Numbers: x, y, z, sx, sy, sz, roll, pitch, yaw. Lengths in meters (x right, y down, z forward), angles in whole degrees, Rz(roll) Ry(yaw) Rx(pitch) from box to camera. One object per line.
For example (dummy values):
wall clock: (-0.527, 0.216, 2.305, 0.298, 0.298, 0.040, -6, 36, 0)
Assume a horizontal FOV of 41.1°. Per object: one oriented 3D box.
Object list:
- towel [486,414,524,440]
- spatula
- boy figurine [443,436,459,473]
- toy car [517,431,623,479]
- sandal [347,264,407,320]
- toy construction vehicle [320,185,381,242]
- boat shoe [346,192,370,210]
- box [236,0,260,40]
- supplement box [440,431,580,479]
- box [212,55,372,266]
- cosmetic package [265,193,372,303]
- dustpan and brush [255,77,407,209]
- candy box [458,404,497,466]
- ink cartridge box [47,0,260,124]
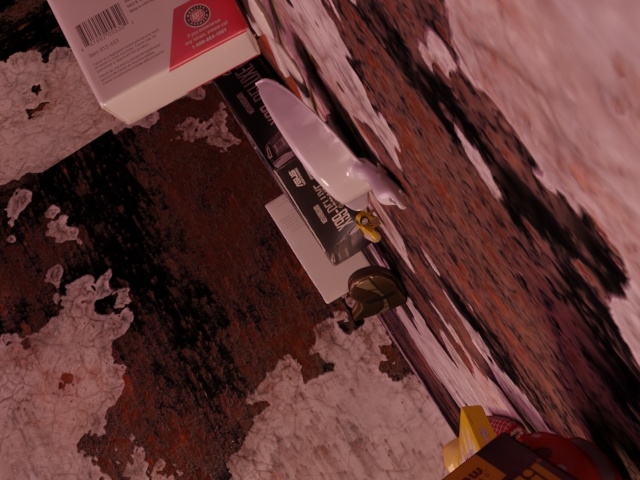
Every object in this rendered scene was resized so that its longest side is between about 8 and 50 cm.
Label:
towel: (0.194, 0.309, 1.024, 0.031, 0.199, 0.275, 17, 172, 7)
spatula: (-0.048, -0.208, 0.871, 0.168, 0.019, 0.242, 56, -178, 6)
boy figurine: (0.327, 0.484, 1.579, 0.285, 0.092, 0.177, 57, 179, 46)
toy car: (0.204, 0.215, 0.640, 0.239, 0.053, 0.225, 58, 179, -5)
sandal: (0.076, 0.068, 1.268, 0.219, 0.090, 0.060, 57, -164, -68)
toy construction vehicle: (0.041, -0.048, 1.017, 0.098, 0.035, 0.086, 55, 168, -20)
boat shoe: (0.024, -0.078, 0.931, 0.100, 0.035, 0.035, 54, -155, 6)
box: (-0.132, -0.314, 1.081, 0.116, 0.029, 0.162, 57, 180, -31)
supplement box: (0.135, 0.199, 0.456, 0.188, 0.104, 0.081, 28, 143, 51)
box: (-0.055, -0.141, 1.226, 0.307, 0.076, 0.242, 56, 178, 37)
cosmetic package: (0.000, 0.000, 1.681, 0.231, 0.117, 0.085, 59, 179, 5)
dustpan and brush: (0.022, -0.072, 0.783, 0.147, 0.060, 0.211, 45, -167, -36)
candy box: (0.167, 0.257, 0.809, 0.206, 0.027, 0.105, -104, 14, -66)
ink cartridge box: (-0.196, -0.273, 0.905, 0.237, 0.172, 0.100, 63, -178, 5)
